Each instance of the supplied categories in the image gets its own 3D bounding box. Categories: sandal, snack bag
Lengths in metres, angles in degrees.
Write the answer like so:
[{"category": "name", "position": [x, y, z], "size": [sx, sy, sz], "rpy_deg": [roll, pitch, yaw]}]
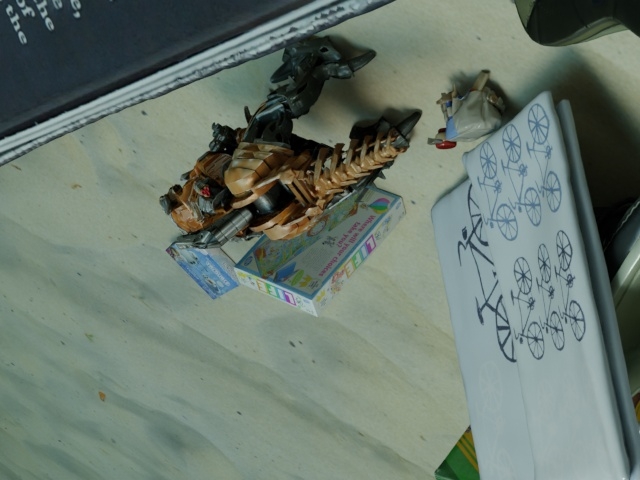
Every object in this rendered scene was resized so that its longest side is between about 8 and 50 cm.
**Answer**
[{"category": "sandal", "position": [0.229, -0.193, 1.030], "size": [0.303, 0.086, 0.120], "rpy_deg": [-162, 64, -67]}, {"category": "snack bag", "position": [0.170, 0.071, 1.313], "size": [0.342, 0.037, 0.323], "rpy_deg": [139, 122, -71]}]

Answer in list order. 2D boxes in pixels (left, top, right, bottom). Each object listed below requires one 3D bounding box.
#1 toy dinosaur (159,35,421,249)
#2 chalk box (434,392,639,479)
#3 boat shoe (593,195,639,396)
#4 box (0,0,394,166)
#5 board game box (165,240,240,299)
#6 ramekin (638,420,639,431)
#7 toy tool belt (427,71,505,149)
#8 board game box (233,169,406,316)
[{"category": "toy dinosaur", "position": [-0.023, -0.062, 1.397], "size": [0.322, 0.218, 0.164], "rpy_deg": [15, 142, 41]}, {"category": "chalk box", "position": [0.296, 0.255, 1.494], "size": [0.289, 0.180, 0.179], "rpy_deg": [9, 139, 45]}, {"category": "boat shoe", "position": [0.253, 0.025, 1.284], "size": [0.113, 0.127, 0.340], "rpy_deg": [56, 162, 28]}, {"category": "box", "position": [0.036, -0.271, 0.674], "size": [0.472, 0.480, 0.297], "rpy_deg": [-8, 109, 56]}, {"category": "board game box", "position": [-0.145, 0.029, 1.905], "size": [0.090, 0.020, 0.090], "rpy_deg": [46, 151, -8]}, {"category": "ramekin", "position": [0.392, 0.219, 1.266], "size": [0.277, 0.135, 0.277], "rpy_deg": [14, 118, 27]}, {"category": "toy tool belt", "position": [0.126, -0.114, 1.325], "size": [0.083, 0.052, 0.051], "rpy_deg": [-23, 68, 61]}, {"category": "board game box", "position": [0.000, 0.000, 1.527], "size": [0.103, 0.154, 0.026], "rpy_deg": [22, 147, 34]}]
